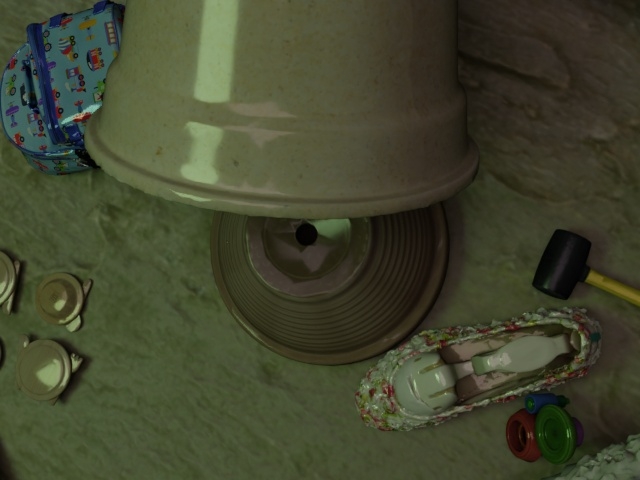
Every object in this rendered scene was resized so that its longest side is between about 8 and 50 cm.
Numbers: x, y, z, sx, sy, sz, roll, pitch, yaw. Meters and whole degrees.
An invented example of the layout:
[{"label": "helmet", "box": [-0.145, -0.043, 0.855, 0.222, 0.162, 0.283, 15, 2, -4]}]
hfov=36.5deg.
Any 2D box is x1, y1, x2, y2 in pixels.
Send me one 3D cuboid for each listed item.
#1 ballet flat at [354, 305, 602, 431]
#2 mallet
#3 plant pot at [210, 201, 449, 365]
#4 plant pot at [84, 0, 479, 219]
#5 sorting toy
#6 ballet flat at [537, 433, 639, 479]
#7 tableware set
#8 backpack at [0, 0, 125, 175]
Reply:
[{"label": "ballet flat", "box": [0.139, 0.114, 0.887, 0.241, 0.077, 0.091, -22, 81, 10]}, {"label": "mallet", "box": [0.284, 0.060, 0.884, 0.189, 0.039, 0.062, 32, 91, 10]}, {"label": "plant pot", "box": [0.000, 0.000, 0.912, 0.237, 0.110, 0.237, -1, 85, 11]}, {"label": "plant pot", "box": [-0.021, -0.221, 0.769, 0.334, 0.334, 0.305, 10, 115, 13]}, {"label": "sorting toy", "box": [0.207, 0.167, 0.866, 0.042, 0.102, 0.061, -1, 80, -23]}, {"label": "ballet flat", "box": [0.174, 0.301, 0.840, 0.147, 0.147, 0.409, 36, 92, 13]}, {"label": "tableware set", "box": [-0.318, 0.088, 1.019, 0.168, 0.020, 0.141, 14, 86, 14]}, {"label": "backpack", "box": [-0.250, -0.148, 0.979, 0.173, 0.117, 0.158, -10, 82, 14]}]
